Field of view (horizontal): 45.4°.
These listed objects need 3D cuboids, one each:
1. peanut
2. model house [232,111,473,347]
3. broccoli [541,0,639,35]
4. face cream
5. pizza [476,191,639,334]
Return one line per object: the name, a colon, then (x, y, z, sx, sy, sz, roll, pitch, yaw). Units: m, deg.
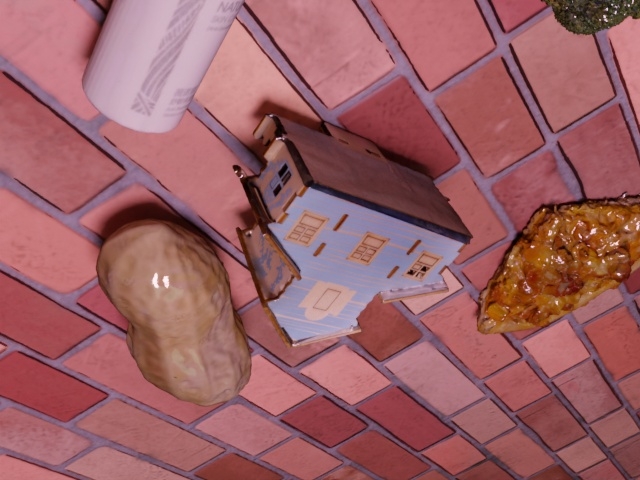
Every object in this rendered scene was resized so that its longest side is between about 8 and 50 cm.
peanut: (-0.169, 0.090, 0.922, 0.149, 0.149, 0.313, -15, 139, -6)
model house: (0.000, 0.000, 0.853, 0.271, 0.178, 0.206, 15, 122, -37)
broccoli: (0.264, -0.266, 0.717, 0.138, 0.146, 0.162, -34, 130, -35)
face cream: (-0.089, -0.244, 0.612, 0.102, 0.102, 0.345, 12, 132, -32)
pizza: (0.359, 0.034, 1.113, 0.335, 0.086, 0.226, -32, 140, 15)
